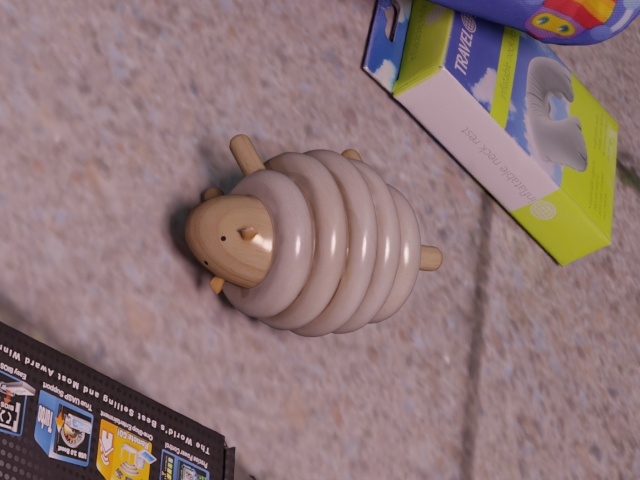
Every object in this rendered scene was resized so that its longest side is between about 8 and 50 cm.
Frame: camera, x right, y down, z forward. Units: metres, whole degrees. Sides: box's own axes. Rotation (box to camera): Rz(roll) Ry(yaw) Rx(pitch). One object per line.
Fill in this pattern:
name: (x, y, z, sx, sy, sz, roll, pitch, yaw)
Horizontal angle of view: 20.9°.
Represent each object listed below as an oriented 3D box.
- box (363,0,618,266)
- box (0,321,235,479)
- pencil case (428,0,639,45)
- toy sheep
box: (0.102, -0.081, 0.987, 0.178, 0.042, 0.109, 43, 39, -28)
box: (-0.143, 0.115, 0.521, 0.270, 0.060, 0.216, 33, 44, -36)
pencil case: (0.042, -0.198, 0.873, 0.306, 0.119, 0.133, 17, 59, -33)
toy sheep: (0.000, 0.000, 0.764, 0.132, 0.091, 0.091, 2, 65, -32)
